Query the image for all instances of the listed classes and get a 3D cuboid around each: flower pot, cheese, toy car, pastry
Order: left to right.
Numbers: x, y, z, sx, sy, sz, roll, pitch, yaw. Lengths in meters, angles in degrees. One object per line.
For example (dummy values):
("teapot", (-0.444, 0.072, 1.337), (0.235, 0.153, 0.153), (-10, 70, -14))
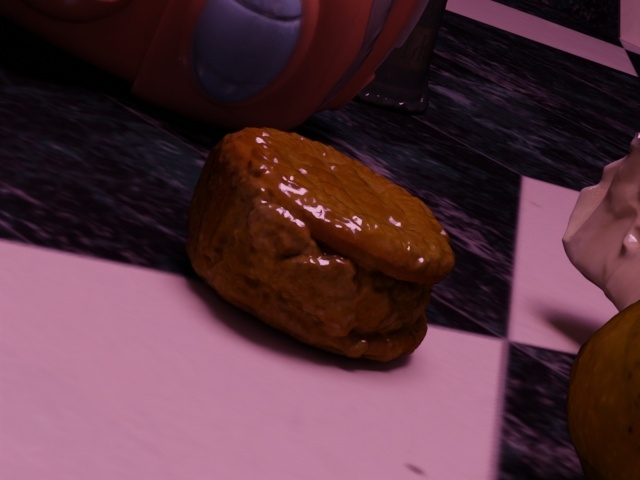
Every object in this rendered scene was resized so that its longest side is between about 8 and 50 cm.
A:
("toy car", (-0.069, -0.160, 0.762), (0.271, 0.180, 0.212), (24, 30, -8))
("pastry", (0.000, 0.000, 0.534), (0.097, 0.057, 0.109), (31, 18, 21))
("flower pot", (0.023, -0.169, 1.035), (0.157, 0.106, 0.157), (21, 18, -7))
("cheese", (0.211, 0.059, 0.606), (0.249, 0.071, 0.163), (38, 16, 0))

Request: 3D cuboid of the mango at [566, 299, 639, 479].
("mango", (0.223, 0.085, 0.387), (0.330, 0.175, 0.176), (28, -28, 18))
